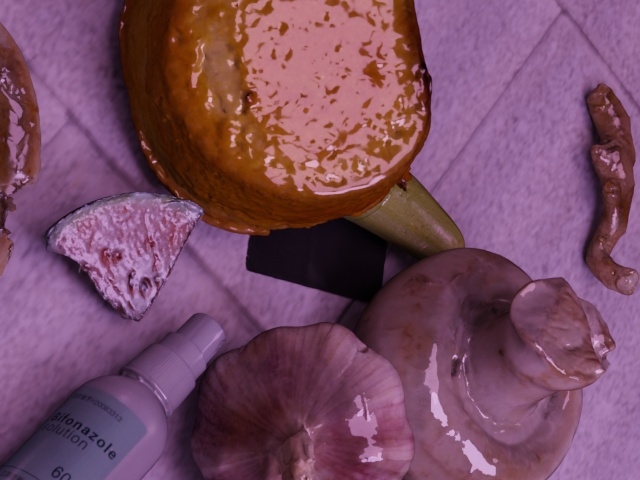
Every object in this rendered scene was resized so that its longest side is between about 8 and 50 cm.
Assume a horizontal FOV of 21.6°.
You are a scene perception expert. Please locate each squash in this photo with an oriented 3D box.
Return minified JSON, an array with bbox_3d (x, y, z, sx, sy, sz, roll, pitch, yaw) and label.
[{"bbox_3d":[0.108,-0.014,1.971,0.224,0.094,0.094,40,61,-31],"label":"squash"}]

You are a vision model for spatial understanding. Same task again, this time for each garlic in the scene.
[{"bbox_3d":[-0.022,0.214,1.715,0.245,0.253,0.245,1,97,6],"label":"garlic"}]

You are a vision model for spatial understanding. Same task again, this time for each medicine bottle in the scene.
[{"bbox_3d":[-0.218,0.200,1.676,0.352,0.110,0.110,-48,110,-32],"label":"medicine bottle"}]

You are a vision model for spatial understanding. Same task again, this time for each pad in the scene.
[{"bbox_3d":[0.000,0.000,1.938,0.193,0.004,0.116,16,73,-34],"label":"pad"}]

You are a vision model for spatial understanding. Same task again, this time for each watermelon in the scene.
[{"bbox_3d":[-0.211,0.017,1.745,0.187,0.071,0.139,-7,100,-34],"label":"watermelon"}]

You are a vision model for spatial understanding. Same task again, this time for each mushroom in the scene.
[{"bbox_3d":[0.188,0.152,1.874,0.297,0.290,0.297,8,76,-33],"label":"mushroom"}]

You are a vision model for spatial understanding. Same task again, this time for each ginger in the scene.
[{"bbox_3d":[0.379,-0.068,2.192,0.089,0.075,0.288,29,59,-55],"label":"ginger"}]

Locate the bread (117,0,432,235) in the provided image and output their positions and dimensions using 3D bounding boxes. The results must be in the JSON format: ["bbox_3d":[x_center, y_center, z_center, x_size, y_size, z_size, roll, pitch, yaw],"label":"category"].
[{"bbox_3d":[-0.033,-0.194,1.788,0.337,0.204,0.358,-13,87,-22],"label":"bread"}]

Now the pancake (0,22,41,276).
[{"bbox_3d":[-0.428,-0.103,1.595,0.382,0.071,0.382,7,78,-35],"label":"pancake"}]
